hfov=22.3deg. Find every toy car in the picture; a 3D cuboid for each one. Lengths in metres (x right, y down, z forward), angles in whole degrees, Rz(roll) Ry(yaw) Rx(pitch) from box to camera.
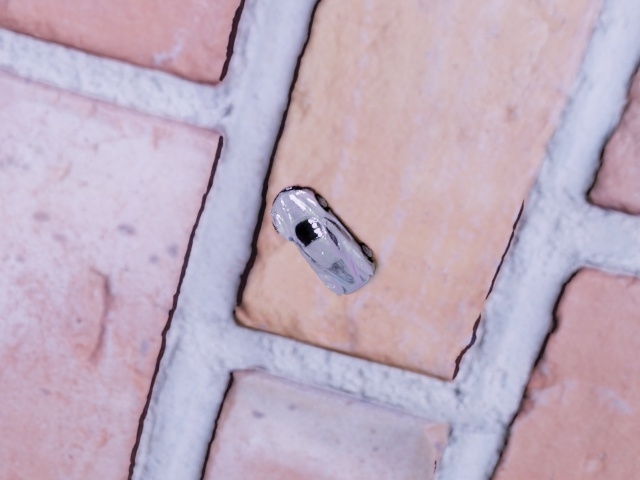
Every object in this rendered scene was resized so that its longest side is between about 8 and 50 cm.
[{"bbox_3d":[0.000,0.000,1.174,0.041,0.025,0.093,-36,110,21],"label":"toy car"}]
